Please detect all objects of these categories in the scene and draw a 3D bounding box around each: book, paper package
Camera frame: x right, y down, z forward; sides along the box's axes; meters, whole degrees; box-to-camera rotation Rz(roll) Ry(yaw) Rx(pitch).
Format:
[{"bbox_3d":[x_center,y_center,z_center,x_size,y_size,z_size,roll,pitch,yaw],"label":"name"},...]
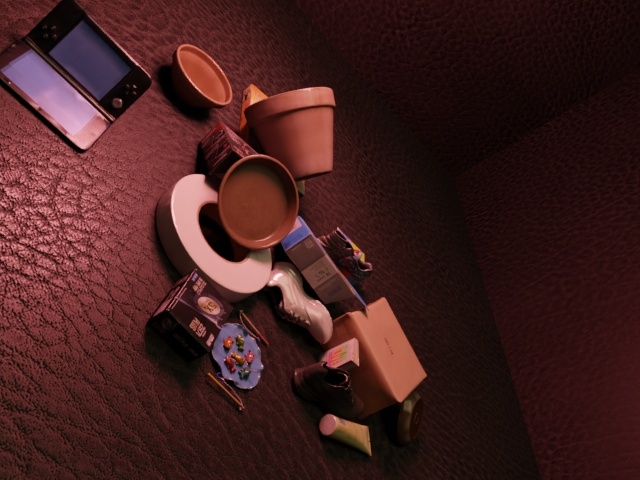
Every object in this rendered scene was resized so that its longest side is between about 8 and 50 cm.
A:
[{"bbox_3d":[0.053,0.368,1.780,0.035,0.144,0.096,45,30,-25],"label":"book"},{"bbox_3d":[0.178,0.385,1.950,0.309,0.168,0.324,-12,72,-61],"label":"paper package"}]

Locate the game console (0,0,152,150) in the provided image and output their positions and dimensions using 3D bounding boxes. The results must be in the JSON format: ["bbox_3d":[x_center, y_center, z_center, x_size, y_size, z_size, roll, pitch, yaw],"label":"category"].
[{"bbox_3d":[-0.614,-0.419,1.455,0.293,0.250,0.173,46,3,-25],"label":"game console"}]

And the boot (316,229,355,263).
[{"bbox_3d":[0.000,0.000,2.051,0.246,0.161,0.083,41,31,-31],"label":"boot"}]

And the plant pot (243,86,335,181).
[{"bbox_3d":[-0.083,-0.357,2.044,0.323,0.323,0.280,-17,95,-62],"label":"plant pot"}]

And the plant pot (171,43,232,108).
[{"bbox_3d":[-0.420,-0.529,1.947,0.237,0.110,0.237,40,32,-31],"label":"plant pot"}]

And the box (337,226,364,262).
[{"bbox_3d":[0.108,0.042,2.320,0.178,0.042,0.109,44,30,-26],"label":"box"}]

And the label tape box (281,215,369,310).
[{"bbox_3d":[0.002,0.100,1.910,0.333,0.106,0.240,54,1,-19],"label":"label tape box"}]

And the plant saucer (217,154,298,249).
[{"bbox_3d":[-0.185,-0.111,1.691,0.278,0.041,0.277,-3,95,-39],"label":"plant saucer"}]

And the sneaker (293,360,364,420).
[{"bbox_3d":[0.051,0.448,1.713,0.286,0.130,0.109,39,31,-36],"label":"sneaker"}]

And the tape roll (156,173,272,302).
[{"bbox_3d":[-0.295,-0.008,1.663,0.392,0.072,0.392,41,31,-32],"label":"tape roll"}]

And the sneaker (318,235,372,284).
[{"bbox_3d":[0.097,0.055,2.198,0.262,0.125,0.104,42,31,-30],"label":"sneaker"}]

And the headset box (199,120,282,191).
[{"bbox_3d":[-0.260,-0.241,1.840,0.218,0.110,0.293,40,11,-33],"label":"headset box"}]

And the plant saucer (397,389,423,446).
[{"bbox_3d":[0.315,0.608,1.980,0.199,0.036,0.198,-18,111,-59],"label":"plant saucer"}]

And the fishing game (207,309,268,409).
[{"bbox_3d":[-0.211,0.298,1.526,0.189,0.041,0.264,53,27,-16],"label":"fishing game"}]

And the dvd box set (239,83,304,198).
[{"bbox_3d":[-0.185,-0.383,2.245,0.308,0.062,0.420,37,34,-36],"label":"dvd box set"}]

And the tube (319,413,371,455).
[{"bbox_3d":[0.086,0.578,1.726,0.062,0.070,0.240,22,-10,45],"label":"tube"}]

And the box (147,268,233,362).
[{"bbox_3d":[-0.316,0.183,1.424,0.147,0.078,0.180,51,28,-17],"label":"box"}]

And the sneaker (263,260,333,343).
[{"bbox_3d":[-0.077,0.211,1.800,0.297,0.111,0.129,52,43,-6],"label":"sneaker"}]
